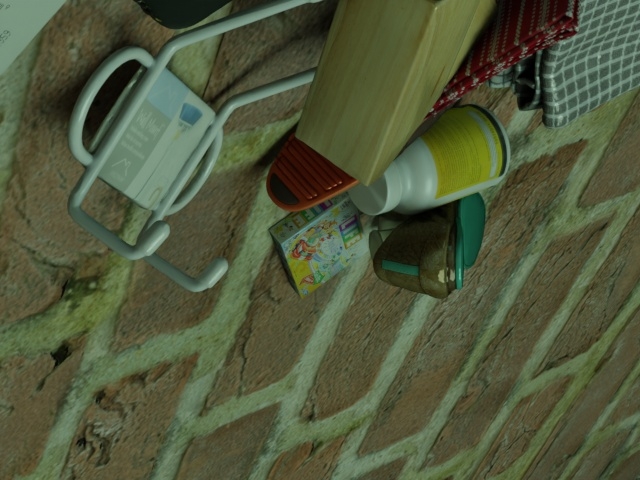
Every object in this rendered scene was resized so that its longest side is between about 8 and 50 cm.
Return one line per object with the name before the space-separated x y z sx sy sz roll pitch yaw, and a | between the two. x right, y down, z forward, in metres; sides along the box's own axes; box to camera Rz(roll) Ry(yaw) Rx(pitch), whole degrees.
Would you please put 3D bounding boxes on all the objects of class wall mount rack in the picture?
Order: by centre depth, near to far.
wall mount rack | -0.086 -0.109 1.545 0.304 0.130 0.350 -57 165 -2

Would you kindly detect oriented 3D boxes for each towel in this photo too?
towel | 0.145 -0.208 1.597 0.031 0.198 0.275 35 136 -27
towel | 0.335 -0.270 1.895 0.284 0.121 0.235 -27 151 -24

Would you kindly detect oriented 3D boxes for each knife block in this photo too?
knife block | 0.067 -0.199 1.432 0.275 0.088 0.242 -54 163 0

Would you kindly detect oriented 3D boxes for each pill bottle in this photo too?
pill bottle | 0.120 -0.088 1.920 0.184 0.103 0.103 -19 148 -36

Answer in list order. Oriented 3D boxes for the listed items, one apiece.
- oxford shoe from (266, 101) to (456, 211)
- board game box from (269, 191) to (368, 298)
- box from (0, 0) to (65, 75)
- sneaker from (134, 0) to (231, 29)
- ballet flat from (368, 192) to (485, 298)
oxford shoe | 0.061 -0.114 1.813 0.271 0.097 0.098 -37 160 -6
board game box | 0.000 0.000 1.989 0.103 0.026 0.154 -36 154 -8
box | -0.261 -0.223 1.171 0.182 0.119 0.181 -47 154 13
sneaker | -0.147 -0.218 1.379 0.222 0.083 0.118 4 160 -35
ballet flat | 0.122 -0.002 2.010 0.342 0.124 0.116 -51 142 -73
